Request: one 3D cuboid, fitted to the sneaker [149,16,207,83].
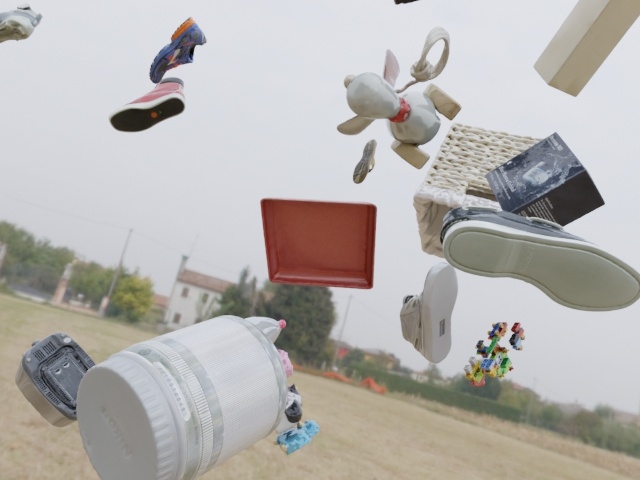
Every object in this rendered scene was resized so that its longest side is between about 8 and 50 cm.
[{"bbox_3d":[-0.407,-0.523,1.623,0.087,0.083,0.221,40,-64,-18],"label":"sneaker"}]

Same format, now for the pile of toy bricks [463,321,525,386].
[{"bbox_3d":[0.494,0.323,1.570,0.118,0.212,0.105,-10,-61,51],"label":"pile of toy bricks"}]

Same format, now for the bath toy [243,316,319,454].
[{"bbox_3d":[-0.105,0.340,1.409,0.129,0.348,0.151,-23,12,-23],"label":"bath toy"}]

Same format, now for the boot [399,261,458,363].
[{"bbox_3d":[0.227,0.146,1.271,0.095,0.258,0.123,-20,34,-32],"label":"boot"}]

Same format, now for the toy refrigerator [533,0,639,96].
[{"bbox_3d":[0.602,-0.463,1.256,0.094,0.102,0.270,16,-53,-18],"label":"toy refrigerator"}]

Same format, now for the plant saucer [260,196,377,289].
[{"bbox_3d":[0.000,0.000,1.336,0.259,0.048,0.259,4,-50,7],"label":"plant saucer"}]

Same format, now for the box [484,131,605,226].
[{"bbox_3d":[0.415,-0.098,1.076,0.158,0.156,0.093,-32,-60,20],"label":"box"}]

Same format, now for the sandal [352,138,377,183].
[{"bbox_3d":[0.177,-0.290,2.129,0.049,0.180,0.072,27,-11,-35],"label":"sandal"}]

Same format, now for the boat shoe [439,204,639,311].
[{"bbox_3d":[0.329,0.018,0.855,0.302,0.114,0.091,20,32,-3],"label":"boat shoe"}]

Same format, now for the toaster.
[{"bbox_3d":[-0.579,0.326,1.288,0.227,0.129,0.146,50,-46,-4],"label":"toaster"}]

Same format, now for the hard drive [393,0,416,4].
[{"bbox_3d":[0.296,-0.603,1.110,0.338,0.237,0.064,-8,-22,15],"label":"hard drive"}]

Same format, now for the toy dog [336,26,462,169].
[{"bbox_3d":[0.133,-0.263,1.075,0.161,0.220,0.334,42,-2,28],"label":"toy dog"}]

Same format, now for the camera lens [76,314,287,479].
[{"bbox_3d":[-0.204,0.249,0.900,0.219,0.220,0.274,7,12,36],"label":"camera lens"}]

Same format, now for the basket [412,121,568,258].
[{"bbox_3d":[0.450,-0.101,1.517,0.328,0.267,0.331,16,-21,22],"label":"basket"}]

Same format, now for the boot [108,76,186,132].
[{"bbox_3d":[-0.543,-0.434,1.801,0.244,0.176,0.088,-18,-46,0],"label":"boot"}]

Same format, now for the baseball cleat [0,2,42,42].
[{"bbox_3d":[-0.757,-0.522,1.378,0.205,0.109,0.072,10,-38,18],"label":"baseball cleat"}]
